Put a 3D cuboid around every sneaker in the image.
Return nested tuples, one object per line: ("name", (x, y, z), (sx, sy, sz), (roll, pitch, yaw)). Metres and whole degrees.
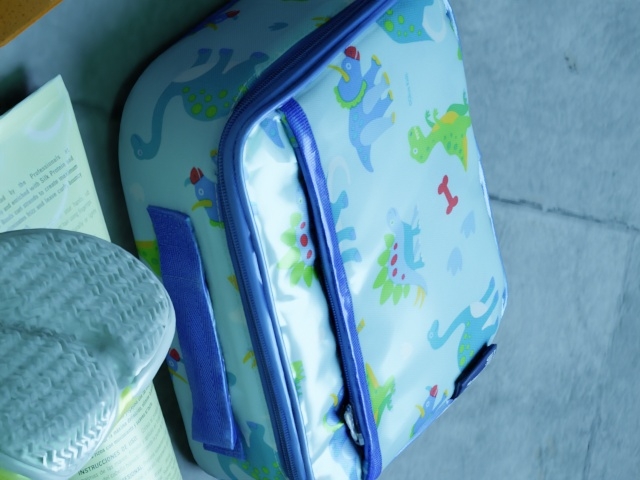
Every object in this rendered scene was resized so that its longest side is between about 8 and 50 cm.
("sneaker", (-0.153, 0.088, 0.647), (0.240, 0.091, 0.126), (-35, 164, -38))

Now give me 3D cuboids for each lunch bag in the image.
("lunch bag", (0.000, 0.000, 0.862), (0.176, 0.090, 0.219), (-40, 131, -40))

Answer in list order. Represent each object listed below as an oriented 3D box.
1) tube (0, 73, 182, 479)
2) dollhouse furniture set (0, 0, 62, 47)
("tube", (-0.097, 0.061, 0.767), (0.070, 0.062, 0.240), (-111, -175, -62))
("dollhouse furniture set", (-0.071, -0.206, 0.542), (0.262, 0.135, 0.259), (-37, 107, -1))
